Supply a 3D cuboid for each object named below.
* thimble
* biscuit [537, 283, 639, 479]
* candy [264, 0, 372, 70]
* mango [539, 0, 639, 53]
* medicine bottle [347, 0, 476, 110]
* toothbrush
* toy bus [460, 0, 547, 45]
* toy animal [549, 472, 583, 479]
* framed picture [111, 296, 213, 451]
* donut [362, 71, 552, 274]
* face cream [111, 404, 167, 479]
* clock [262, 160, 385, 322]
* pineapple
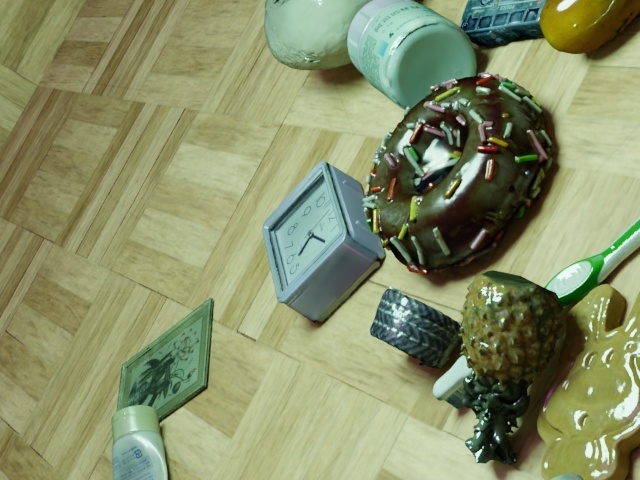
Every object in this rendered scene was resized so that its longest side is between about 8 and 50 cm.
[{"bbox_3d":[0.103,0.100,1.516,0.104,0.095,0.066,25,86,46],"label":"thimble"},{"bbox_3d":[0.273,0.146,1.284,0.144,0.040,0.236,-16,48,58],"label":"biscuit"},{"bbox_3d":[0.028,-0.370,1.986,0.295,0.185,0.295,-53,13,18],"label":"candy"},{"bbox_3d":[0.331,-0.281,1.545,0.159,0.084,0.105,-29,19,29],"label":"mango"},{"bbox_3d":[0.119,-0.252,1.787,0.135,0.135,0.168,-54,28,7],"label":"medicine bottle"},{"bbox_3d":[0.270,0.036,1.378,0.418,0.040,0.042,-46,34,21],"label":"toothbrush"},{"bbox_3d":[0.248,-0.290,1.713,0.166,0.047,0.065,3,69,57],"label":"toy bus"},{"bbox_3d":[0.198,0.312,1.119,0.208,0.154,0.325,-61,33,7],"label":"toy animal"},{"bbox_3d":[-0.241,0.205,2.025,0.231,0.010,0.173,-38,35,32],"label":"framed picture"},{"bbox_3d":[0.158,-0.086,1.603,0.270,0.103,0.269,-38,33,31],"label":"donut"},{"bbox_3d":[-0.255,0.348,1.878,0.114,0.070,0.224,-38,47,32],"label":"face cream"},{"bbox_3d":[0.001,0.000,1.789,0.144,0.073,0.193,-47,31,21],"label":"clock"},{"bbox_3d":[0.183,0.132,1.348,0.108,0.108,0.197,25,107,61],"label":"pineapple"}]
